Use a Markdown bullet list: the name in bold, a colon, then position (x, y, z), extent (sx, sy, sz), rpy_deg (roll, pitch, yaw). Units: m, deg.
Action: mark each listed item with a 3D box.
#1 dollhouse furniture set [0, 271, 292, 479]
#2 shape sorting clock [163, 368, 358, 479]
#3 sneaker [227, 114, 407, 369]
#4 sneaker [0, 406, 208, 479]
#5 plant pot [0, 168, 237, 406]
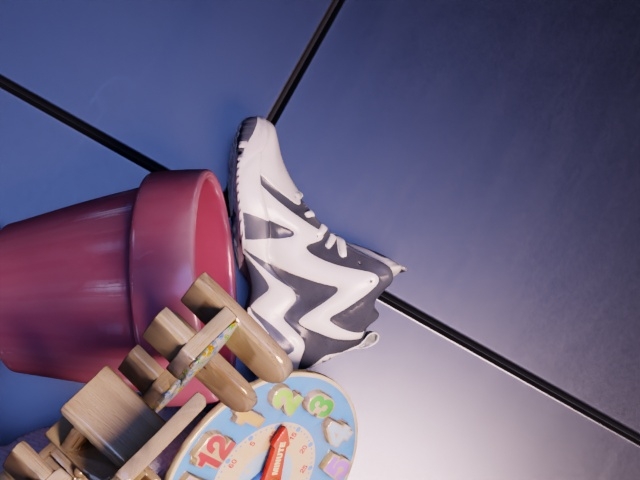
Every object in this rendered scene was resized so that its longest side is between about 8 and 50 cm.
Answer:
- **dollhouse furniture set**: position (-0.124, 0.182, 0.792), extent (0.161, 0.242, 0.212), rpy_deg (45, 58, 1)
- **shape sorting clock**: position (-0.048, 0.206, 0.987), extent (0.206, 0.040, 0.206), rpy_deg (-16, 120, -30)
- **sneaker**: position (0.000, 0.000, 1.037), extent (0.153, 0.094, 0.235), rpy_deg (-6, 87, -11)
- **sneaker**: position (-0.205, 0.236, 0.987), extent (0.268, 0.101, 0.153), rpy_deg (-12, 126, -36)
- **plant pot**: position (-0.174, 0.043, 0.965), extent (0.180, 0.201, 0.201), rpy_deg (-3, 86, 5)
